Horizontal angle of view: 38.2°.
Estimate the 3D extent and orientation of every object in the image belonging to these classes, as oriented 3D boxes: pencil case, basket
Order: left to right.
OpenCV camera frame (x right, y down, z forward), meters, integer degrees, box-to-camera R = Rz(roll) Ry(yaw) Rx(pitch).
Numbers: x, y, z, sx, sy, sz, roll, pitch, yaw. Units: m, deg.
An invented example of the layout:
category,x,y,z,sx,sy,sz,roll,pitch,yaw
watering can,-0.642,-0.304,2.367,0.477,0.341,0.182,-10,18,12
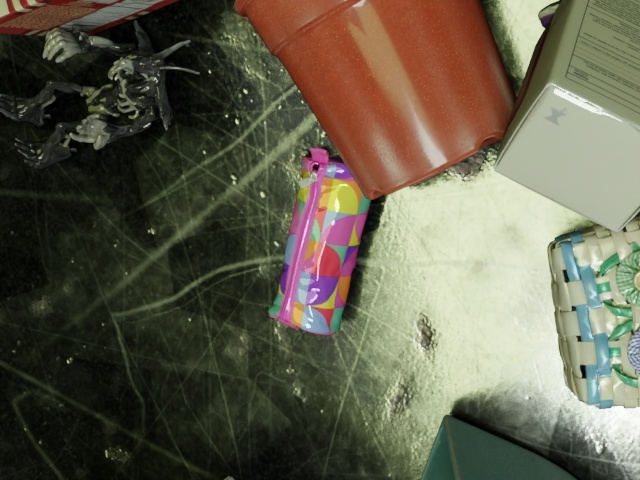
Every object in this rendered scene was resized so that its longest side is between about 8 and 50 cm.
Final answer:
category,x,y,z,sx,sy,sz,roll,pitch,yaw
pencil case,0.000,0.000,1.168,0.104,0.104,0.236,14,101,18
basket,0.398,0.073,0.981,0.289,0.201,0.254,-10,87,4

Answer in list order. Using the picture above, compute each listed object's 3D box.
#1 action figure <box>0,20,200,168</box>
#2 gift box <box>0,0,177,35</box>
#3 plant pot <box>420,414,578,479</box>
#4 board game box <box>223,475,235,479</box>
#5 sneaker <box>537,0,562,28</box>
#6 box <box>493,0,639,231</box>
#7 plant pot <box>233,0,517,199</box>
category,x,y,z,sx,sy,sz,roll,pitch,yaw
action figure,-0.303,-0.194,1.232,0.276,0.141,0.164,-23,83,23
gift box,-0.297,-0.415,1.149,0.276,0.255,0.258,-13,94,26
plant pot,0.231,0.388,1.062,0.252,0.247,0.247,17,102,0
board game box,-0.058,0.452,1.190,0.305,0.193,0.053,41,107,11
sneaker,0.330,-0.242,1.044,0.170,0.068,0.071,9,111,22
box,0.290,-0.150,0.948,0.149,0.232,0.127,27,140,0
plant pot,0.084,-0.205,1.042,0.272,0.272,0.265,-26,95,20
